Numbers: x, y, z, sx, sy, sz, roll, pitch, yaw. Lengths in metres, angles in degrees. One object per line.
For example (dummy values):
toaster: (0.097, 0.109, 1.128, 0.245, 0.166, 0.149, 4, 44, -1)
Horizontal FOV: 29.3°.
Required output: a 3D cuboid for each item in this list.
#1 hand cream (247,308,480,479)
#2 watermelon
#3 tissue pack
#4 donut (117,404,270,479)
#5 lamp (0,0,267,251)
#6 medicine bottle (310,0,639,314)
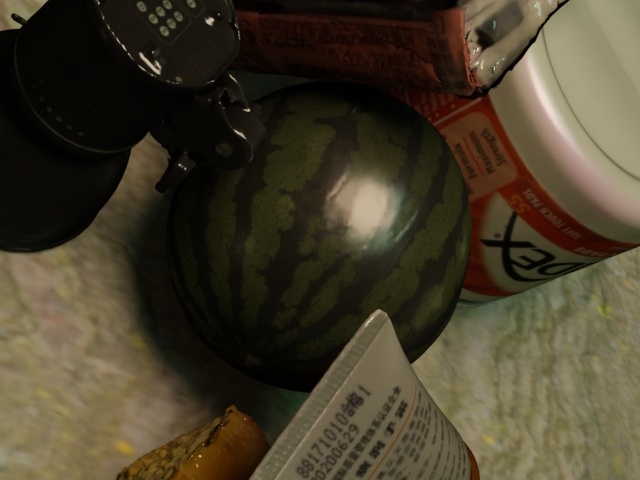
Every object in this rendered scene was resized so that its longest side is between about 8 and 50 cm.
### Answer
hand cream: (0.031, 0.140, 0.759, 0.089, 0.314, 0.139, 34, 83, 22)
watermelon: (0.000, 0.000, 0.817, 0.212, 0.212, 0.212, 20, 58, -36)
tissue pack: (0.024, -0.205, 0.826, 0.245, 0.332, 0.123, -48, 133, -30)
donut: (-0.099, 0.233, 0.691, 0.152, 0.101, 0.259, 56, 42, -10)
lamp: (-0.127, -0.094, 0.726, 0.172, 0.227, 0.147, 49, 45, -15)
medicine bottle: (0.150, -0.089, 0.974, 0.253, 0.241, 0.252, 19, 60, -36)
